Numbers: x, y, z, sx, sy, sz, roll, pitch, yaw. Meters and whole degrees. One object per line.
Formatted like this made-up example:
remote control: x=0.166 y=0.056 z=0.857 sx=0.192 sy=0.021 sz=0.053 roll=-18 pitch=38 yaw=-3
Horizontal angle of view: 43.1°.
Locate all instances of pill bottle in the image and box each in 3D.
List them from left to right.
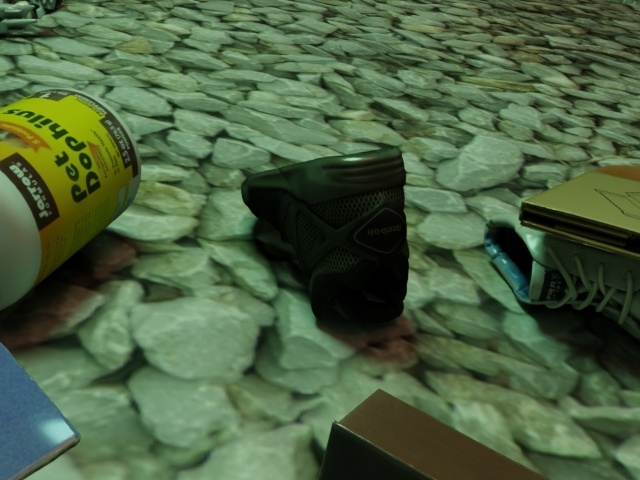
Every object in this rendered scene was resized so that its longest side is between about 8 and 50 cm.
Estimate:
pill bottle: x=-0.221 y=-0.027 z=0.566 sx=0.117 sy=0.117 sz=0.215 roll=15 pitch=28 yaw=8

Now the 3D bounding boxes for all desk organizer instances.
desk organizer: x=0.068 y=0.135 z=0.436 sx=0.130 sy=0.047 sz=0.050 roll=25 pitch=28 yaw=26

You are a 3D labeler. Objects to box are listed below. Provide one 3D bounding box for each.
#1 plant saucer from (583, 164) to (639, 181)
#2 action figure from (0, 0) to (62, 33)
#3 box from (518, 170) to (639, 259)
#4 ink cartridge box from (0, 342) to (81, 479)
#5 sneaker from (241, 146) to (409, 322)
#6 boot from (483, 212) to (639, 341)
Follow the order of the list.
plant saucer: x=0.369 y=-0.035 z=0.882 sx=0.200 sy=0.037 sz=0.200 roll=9 pitch=28 yaw=-5
action figure: x=-0.457 y=-0.357 z=1.146 sx=0.185 sy=0.099 sz=0.285 roll=13 pitch=30 yaw=-6
box: x=0.268 y=-0.017 z=0.645 sx=0.164 sy=0.021 sz=0.201 roll=18 pitch=20 yaw=28
ink cartridge box: x=-0.305 y=0.068 z=0.310 sx=0.307 sy=0.072 sz=0.303 roll=-36 pitch=47 yaw=-27
sneaker: x=0.000 y=0.000 z=0.647 sx=0.087 sy=0.130 sz=0.227 roll=-10 pitch=5 yaw=-25
boot: x=0.224 y=0.043 z=0.640 sx=0.123 sy=0.095 sz=0.258 roll=-4 pitch=21 yaw=-14
